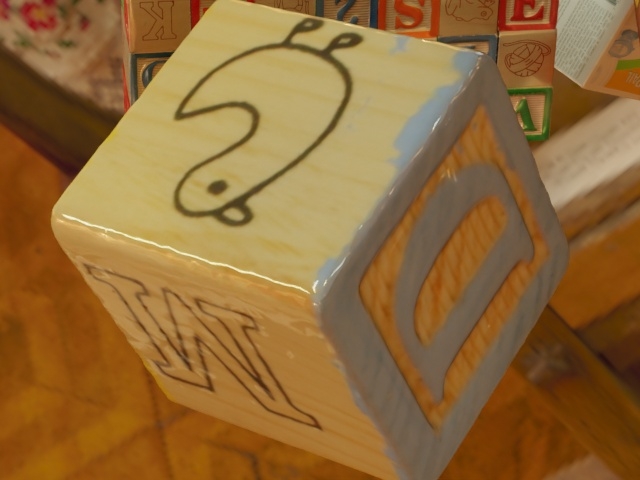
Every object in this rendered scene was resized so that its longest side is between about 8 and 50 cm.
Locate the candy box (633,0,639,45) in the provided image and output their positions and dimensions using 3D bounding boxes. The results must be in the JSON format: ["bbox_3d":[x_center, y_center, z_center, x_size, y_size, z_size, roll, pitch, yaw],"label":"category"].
[{"bbox_3d":[0.281,-0.223,1.416,0.053,0.186,0.109,-2,67,-3],"label":"candy box"}]

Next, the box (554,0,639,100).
[{"bbox_3d":[0.271,-0.194,1.639,0.103,0.203,0.114,41,112,32],"label":"box"}]

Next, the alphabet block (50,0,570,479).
[{"bbox_3d":[0.000,0.000,1.077,0.197,0.193,0.192,15,57,35],"label":"alphabet block"}]

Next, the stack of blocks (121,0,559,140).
[{"bbox_3d":[0.011,-0.118,1.313,0.297,0.171,0.087,-4,31,-8],"label":"stack of blocks"}]
